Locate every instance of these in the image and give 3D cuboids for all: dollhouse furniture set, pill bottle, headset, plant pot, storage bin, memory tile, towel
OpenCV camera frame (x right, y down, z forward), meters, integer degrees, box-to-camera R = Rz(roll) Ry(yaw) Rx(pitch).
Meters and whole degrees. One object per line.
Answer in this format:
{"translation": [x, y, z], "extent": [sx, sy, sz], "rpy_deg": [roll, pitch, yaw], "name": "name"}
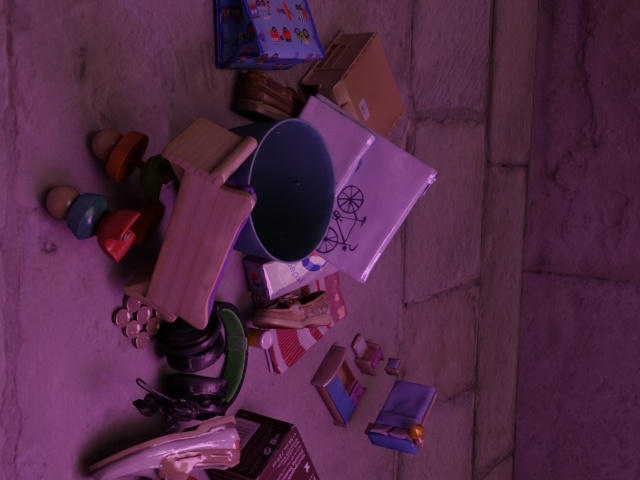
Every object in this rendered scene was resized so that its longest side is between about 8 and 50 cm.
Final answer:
{"translation": [0.182, 0.389, 2.027], "extent": [0.286, 0.303, 0.198], "rpy_deg": [-56, 137, -34], "name": "dollhouse furniture set"}
{"translation": [-0.154, 0.225, 1.710], "extent": [0.043, 0.083, 0.043], "rpy_deg": [-10, 103, -55], "name": "pill bottle"}
{"translation": [-0.235, 0.266, 1.510], "extent": [0.394, 0.185, 0.243], "rpy_deg": [-25, 115, -64], "name": "headset"}
{"translation": [-0.146, -0.108, 1.542], "extent": [0.293, 0.235, 0.293], "rpy_deg": [-13, 106, -55], "name": "plant pot"}
{"translation": [0.090, -0.374, 1.947], "extent": [0.260, 0.123, 0.262], "rpy_deg": [-57, 138, -33], "name": "storage bin"}
{"translation": [-0.348, 0.134, 1.480], "extent": [0.148, 0.012, 0.113], "rpy_deg": [-61, 139, -31], "name": "memory tile"}
{"translation": [-0.042, 0.166, 1.907], "extent": [0.329, 0.037, 0.237], "rpy_deg": [-36, 123, -47], "name": "towel"}

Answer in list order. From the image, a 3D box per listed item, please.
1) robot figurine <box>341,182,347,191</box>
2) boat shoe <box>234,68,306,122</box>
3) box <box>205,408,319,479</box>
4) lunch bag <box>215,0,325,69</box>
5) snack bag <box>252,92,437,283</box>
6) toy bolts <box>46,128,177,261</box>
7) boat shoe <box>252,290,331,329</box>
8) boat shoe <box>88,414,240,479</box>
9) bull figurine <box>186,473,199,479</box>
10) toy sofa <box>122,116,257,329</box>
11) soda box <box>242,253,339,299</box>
{"translation": [0.060, -0.145, 1.818], "extent": [0.173, 0.209, 0.278], "rpy_deg": [-57, -176, -8], "name": "robot figurine"}
{"translation": [-0.070, -0.310, 1.733], "extent": [0.307, 0.111, 0.104], "rpy_deg": [16, 82, -55], "name": "boat shoe"}
{"translation": [-0.134, 0.532, 1.707], "extent": [0.168, 0.167, 0.203], "rpy_deg": [-51, 133, -39], "name": "box"}
{"translation": [-0.127, -0.533, 1.623], "extent": [0.221, 0.138, 0.293], "rpy_deg": [-15, 98, -51], "name": "lunch bag"}
{"translation": [0.039, -0.109, 1.658], "extent": [0.323, 0.342, 0.037], "rpy_deg": [-57, 172, 7], "name": "snack bag"}
{"translation": [-0.384, -0.073, 1.339], "extent": [0.218, 0.158, 0.228], "rpy_deg": [-60, -179, 45], "name": "toy bolts"}
{"translation": [-0.069, 0.166, 1.773], "extent": [0.285, 0.104, 0.089], "rpy_deg": [6, 84, -63], "name": "boat shoe"}
{"translation": [-0.291, 0.430, 1.440], "extent": [0.302, 0.113, 0.103], "rpy_deg": [-11, 77, -30], "name": "boat shoe"}
{"translation": [-0.253, 0.599, 1.564], "extent": [0.310, 0.101, 0.188], "rpy_deg": [57, 17, -50], "name": "bull figurine"}
{"translation": [-0.217, -0.022, 1.343], "extent": [0.362, 0.177, 0.150], "rpy_deg": [-65, 177, 36], "name": "toy sofa"}
{"translation": [-0.035, 0.044, 1.764], "extent": [0.286, 0.098, 0.091], "rpy_deg": [-21, 109, -30], "name": "soda box"}
